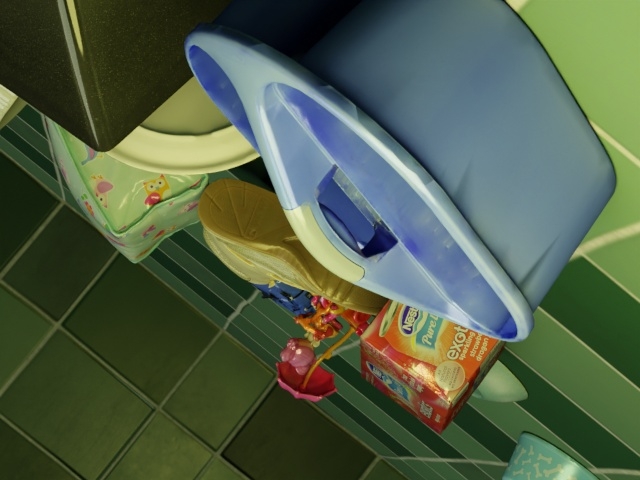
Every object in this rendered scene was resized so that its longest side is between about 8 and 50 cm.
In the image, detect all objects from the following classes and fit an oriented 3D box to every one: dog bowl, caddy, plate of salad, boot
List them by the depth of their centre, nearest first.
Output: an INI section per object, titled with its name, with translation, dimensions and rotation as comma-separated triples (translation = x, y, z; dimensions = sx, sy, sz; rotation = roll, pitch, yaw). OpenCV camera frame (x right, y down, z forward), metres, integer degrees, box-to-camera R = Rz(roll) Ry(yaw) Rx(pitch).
[caddy]
translation = 0.050, -0.059, 1.055
dimensions = 0.241, 0.179, 0.341
rotation = 29, 166, 46
[plate of salad]
translation = -0.113, -0.123, 1.293
dimensions = 0.200, 0.200, 0.048
rotation = 34, 146, 25
[boot]
translation = -0.025, 0.021, 1.810
dimensions = 0.262, 0.095, 0.203
rotation = 23, 169, 0
[dog bowl]
translation = 0.378, 0.391, 2.135
dimensions = 0.297, 0.074, 0.166
rotation = 41, 169, -15

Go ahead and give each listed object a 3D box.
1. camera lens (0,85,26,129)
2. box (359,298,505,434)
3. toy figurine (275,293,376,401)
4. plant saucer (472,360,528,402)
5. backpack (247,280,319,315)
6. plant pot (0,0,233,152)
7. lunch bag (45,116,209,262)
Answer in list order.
[camera lens]
translation = -0.361, -0.266, 1.463
dimensions = 0.274, 0.219, 0.219
rotation = 40, 170, -8
[box]
translation = 0.127, 0.117, 1.672
dimensions = 0.122, 0.128, 0.257
rotation = 37, 170, 10
[toy figurine]
translation = 0.005, 0.127, 1.912
dimensions = 0.130, 0.159, 0.173
rotation = 37, 173, 40
[plant saucer]
translation = 0.176, 0.156, 1.926
dimensions = 0.195, 0.037, 0.195
rotation = 38, 170, 8
[backpack]
translation = -0.036, 0.047, 1.989
dimensions = 0.120, 0.098, 0.101
rotation = 41, -176, -37
[plant pot]
translation = -0.190, -0.221, 1.227
dimensions = 0.187, 0.188, 0.167
rotation = 34, 155, 25
[lunch bag]
translation = -0.250, -0.126, 1.824
dimensions = 0.262, 0.160, 0.223
rotation = 57, 172, 8
